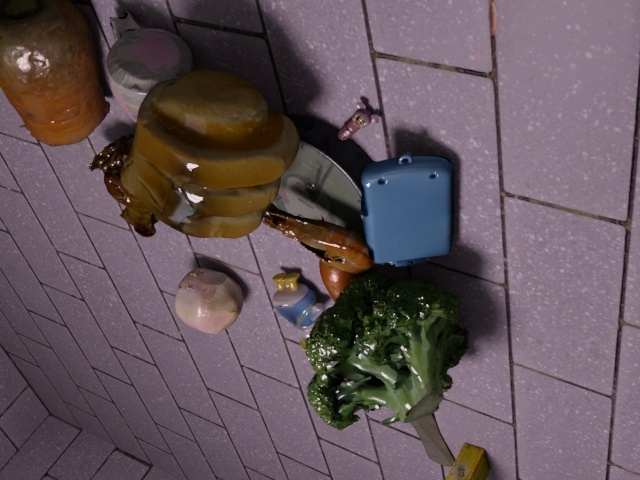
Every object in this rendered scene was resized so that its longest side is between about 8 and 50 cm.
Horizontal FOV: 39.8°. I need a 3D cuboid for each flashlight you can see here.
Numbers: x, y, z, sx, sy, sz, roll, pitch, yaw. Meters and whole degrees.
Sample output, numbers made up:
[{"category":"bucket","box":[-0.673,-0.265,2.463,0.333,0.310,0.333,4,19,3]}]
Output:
[{"category":"flashlight","box":[0.062,-0.210,1.607,0.052,0.031,0.110,42,148,-8]}]

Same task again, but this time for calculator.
[{"category":"calculator","box":[0.160,-0.051,1.631,0.173,0.051,0.293,-6,138,2]}]

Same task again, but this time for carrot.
[{"category":"carrot","box":[-0.575,-0.365,1.856,0.224,0.224,0.340,25,149,19]}]

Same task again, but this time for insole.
[{"category":"insole","box":[0.263,0.482,2.310,0.119,0.009,0.348,2,133,42]}]

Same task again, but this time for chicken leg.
[{"category":"chicken leg","box":[-0.453,-0.128,2.110,0.212,0.140,0.361,33,145,-8]}]

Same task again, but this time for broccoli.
[{"category":"broccoli","box":[0.140,0.227,1.817,0.310,0.321,0.413,42,115,6]}]

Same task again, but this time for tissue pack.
[{"category":"tissue pack","box":[0.362,0.611,2.221,0.062,0.176,0.095,10,137,34]}]

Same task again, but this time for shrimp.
[{"category":"shrimp","box":[0.000,0.000,1.786,0.249,0.068,0.150,29,150,3]}]

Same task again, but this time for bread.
[{"category":"bread","box":[-0.205,-0.148,1.623,0.301,0.210,0.341,24,145,-11]}]

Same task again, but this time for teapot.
[{"category":"teapot","box":[-0.356,-0.321,1.753,0.222,0.163,0.178,31,152,13]}]

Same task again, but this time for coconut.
[{"category":"coconut","box":[-0.281,0.154,2.285,0.183,0.171,0.170,11,139,40]}]

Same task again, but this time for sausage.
[{"category":"sausage","box":[0.067,0.112,1.959,0.098,0.098,0.238,9,139,37]}]

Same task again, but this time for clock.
[{"category":"clock","box":[-0.017,-0.110,1.782,0.319,0.066,0.318,25,145,19]}]

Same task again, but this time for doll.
[{"category":"doll","box":[-0.042,0.184,2.146,0.135,0.098,0.241,-25,122,11]}]

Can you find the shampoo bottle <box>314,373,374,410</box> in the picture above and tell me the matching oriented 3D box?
[{"category":"shampoo bottle","box":[0.069,0.384,2.334,0.183,0.050,0.087,25,149,19]}]
